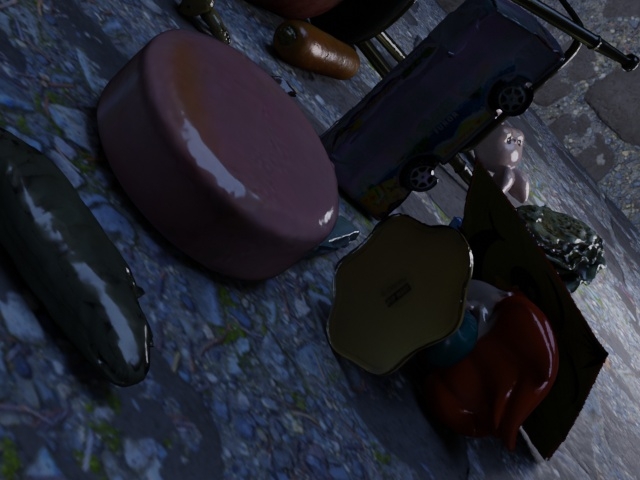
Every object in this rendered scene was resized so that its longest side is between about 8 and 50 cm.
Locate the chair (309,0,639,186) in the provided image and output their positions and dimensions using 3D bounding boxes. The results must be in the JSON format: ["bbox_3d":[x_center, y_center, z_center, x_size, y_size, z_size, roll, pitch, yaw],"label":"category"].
[{"bbox_3d":[0.222,-0.378,1.902,0.410,0.362,0.365,31,27,-34],"label":"chair"}]

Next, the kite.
[{"bbox_3d":[0.231,0.088,1.264,0.327,0.013,0.378,-151,-134,-68],"label":"kite"}]

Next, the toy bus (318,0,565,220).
[{"bbox_3d":[0.144,-0.173,1.394,0.138,0.317,0.112,35,22,-31],"label":"toy bus"}]

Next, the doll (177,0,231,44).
[{"bbox_3d":[-0.136,-0.287,1.395,0.093,0.051,0.061,32,20,-44],"label":"doll"}]

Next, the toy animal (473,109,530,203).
[{"bbox_3d":[0.347,-0.175,2.131,0.124,0.124,0.212,22,30,-52],"label":"toy animal"}]

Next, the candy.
[{"bbox_3d":[-0.087,-0.083,1.034,0.255,0.094,0.255,37,30,-26],"label":"candy"}]

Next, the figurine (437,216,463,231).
[{"bbox_3d":[0.195,0.012,1.520,0.114,0.079,0.114,2,87,-34],"label":"figurine"}]

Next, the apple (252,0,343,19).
[{"bbox_3d":[-0.037,-0.509,1.687,0.345,0.269,0.345,43,20,-20],"label":"apple"}]

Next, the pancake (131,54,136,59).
[{"bbox_3d":[-0.121,-0.119,1.172,0.190,0.020,0.184,25,30,-50],"label":"pancake"}]

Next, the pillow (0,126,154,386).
[{"bbox_3d":[-0.183,-0.002,0.783,0.241,0.051,0.093,51,20,10],"label":"pillow"}]

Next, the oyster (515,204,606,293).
[{"bbox_3d":[0.406,0.011,1.962,0.198,0.112,0.267,33,24,15],"label":"oyster"}]

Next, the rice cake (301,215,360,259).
[{"bbox_3d":[0.000,0.000,1.195,0.042,0.030,0.180,40,18,13],"label":"rice cake"}]

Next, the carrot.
[{"bbox_3d":[-0.005,-0.279,1.642,0.067,0.067,0.225,55,19,15],"label":"carrot"}]

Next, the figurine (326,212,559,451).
[{"bbox_3d":[0.143,0.102,1.145,0.208,0.181,0.257,14,-10,40],"label":"figurine"}]
